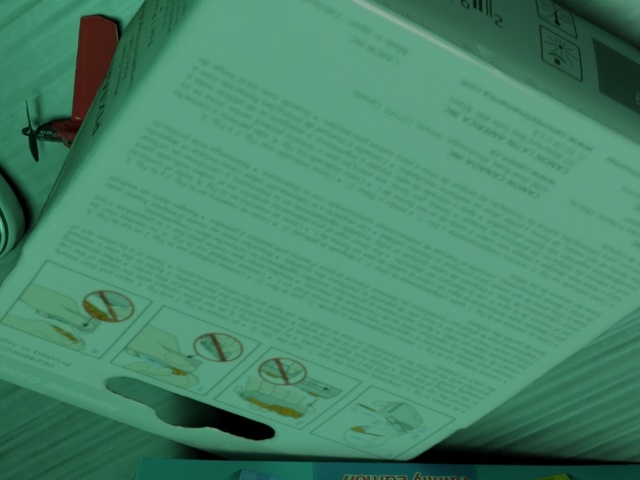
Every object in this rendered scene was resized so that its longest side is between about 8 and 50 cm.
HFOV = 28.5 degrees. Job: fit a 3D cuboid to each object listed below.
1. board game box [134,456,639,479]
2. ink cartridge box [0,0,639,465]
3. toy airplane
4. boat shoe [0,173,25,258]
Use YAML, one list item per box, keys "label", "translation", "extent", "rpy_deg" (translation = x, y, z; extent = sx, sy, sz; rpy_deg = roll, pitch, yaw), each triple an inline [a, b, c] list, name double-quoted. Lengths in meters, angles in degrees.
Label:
- label: "board game box"
  translation: [0.044, 0.273, 0.850]
  extent: [0.336, 0.079, 0.254]
  rpy_deg: [1, 117, -3]
- label: "ink cartridge box"
  translation: [0.000, 0.000, 0.722]
  extent: [0.308, 0.091, 0.385]
  rpy_deg: [24, 137, -23]
- label: "toy airplane"
  translation: [-0.112, -0.059, 0.771]
  extent: [0.151, 0.028, 0.151]
  rpy_deg: [4, 116, 8]
- label: "boat shoe"
  translation: [-0.291, -0.047, 0.785]
  extent: [0.219, 0.070, 0.078]
  rpy_deg: [33, 117, -7]
